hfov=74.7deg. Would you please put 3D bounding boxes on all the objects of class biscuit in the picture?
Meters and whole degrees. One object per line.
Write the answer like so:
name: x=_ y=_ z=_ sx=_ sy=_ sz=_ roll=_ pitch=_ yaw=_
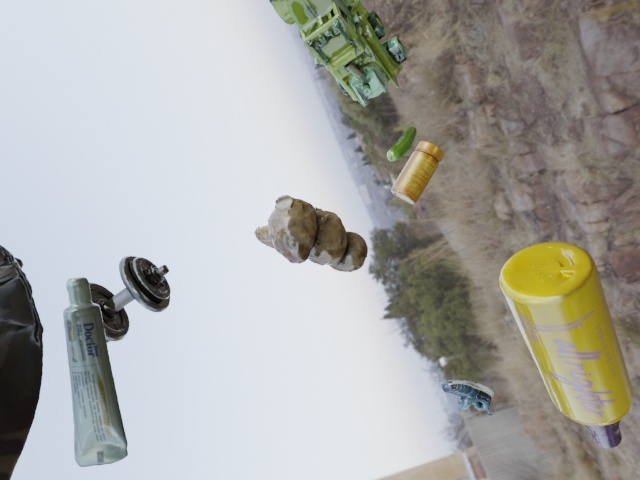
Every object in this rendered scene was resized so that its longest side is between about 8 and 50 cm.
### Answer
biscuit: x=-0.081 y=-0.003 z=1.311 sx=0.254 sy=0.254 sz=0.035 roll=50 pitch=-134 yaw=-65

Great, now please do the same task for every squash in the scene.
squash: x=0.139 y=-0.163 z=0.702 sx=0.027 sy=0.089 sz=0.027 roll=30 pitch=153 yaw=17

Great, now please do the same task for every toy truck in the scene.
toy truck: x=0.038 y=-0.327 z=0.686 sx=0.260 sy=0.129 sz=0.135 roll=39 pitch=-142 yaw=-39

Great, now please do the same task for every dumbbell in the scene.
dumbbell: x=-0.550 y=0.160 z=1.181 sx=0.192 sy=0.290 sz=0.192 roll=55 pitch=179 yaw=2

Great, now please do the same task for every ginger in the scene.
ginger: x=0.000 y=0.000 z=0.661 sx=0.204 sy=0.080 sz=0.104 roll=20 pitch=-124 yaw=-50

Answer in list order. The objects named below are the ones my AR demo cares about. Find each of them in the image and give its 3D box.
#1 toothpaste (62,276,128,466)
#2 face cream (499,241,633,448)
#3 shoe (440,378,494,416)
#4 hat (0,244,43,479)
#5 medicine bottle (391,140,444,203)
toothpaste: x=-0.304 y=0.174 z=0.552 sx=0.037 sy=0.068 sz=0.255 roll=-155 pitch=60 yaw=-80
face cream: x=0.262 y=0.125 z=0.425 sx=0.273 sy=0.078 sz=0.078 roll=56 pitch=-167 yaw=-27
shoe: x=0.359 y=0.380 z=1.031 sx=0.064 sy=0.143 sz=0.071 roll=134 pitch=155 yaw=-58
hat: x=-0.436 y=0.122 z=0.285 sx=0.257 sy=0.382 sz=0.365 roll=-128 pitch=38 yaw=-47
medicine bottle: x=0.321 y=-0.223 z=1.393 sx=0.096 sy=0.191 sz=0.096 roll=31 pitch=179 yaw=1
